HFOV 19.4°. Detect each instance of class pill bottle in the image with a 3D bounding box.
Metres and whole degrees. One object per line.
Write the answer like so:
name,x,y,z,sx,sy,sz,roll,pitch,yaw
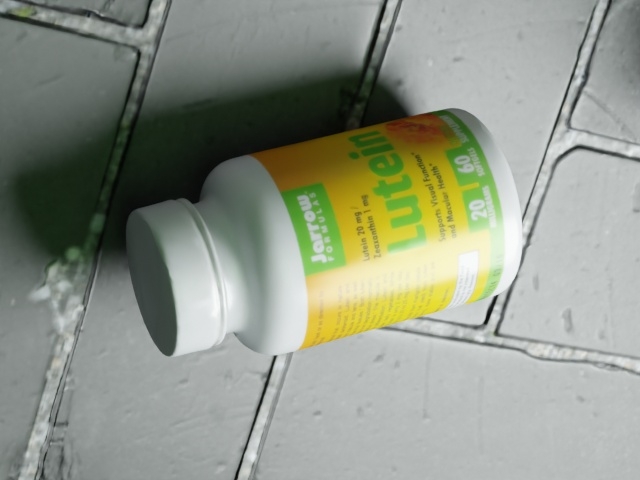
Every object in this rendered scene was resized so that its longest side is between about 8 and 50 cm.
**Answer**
pill bottle,0.000,0.000,1.269,0.246,0.136,0.136,-14,115,-20
